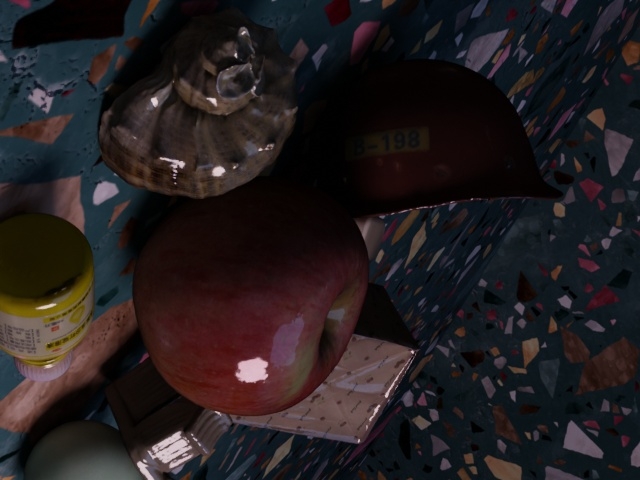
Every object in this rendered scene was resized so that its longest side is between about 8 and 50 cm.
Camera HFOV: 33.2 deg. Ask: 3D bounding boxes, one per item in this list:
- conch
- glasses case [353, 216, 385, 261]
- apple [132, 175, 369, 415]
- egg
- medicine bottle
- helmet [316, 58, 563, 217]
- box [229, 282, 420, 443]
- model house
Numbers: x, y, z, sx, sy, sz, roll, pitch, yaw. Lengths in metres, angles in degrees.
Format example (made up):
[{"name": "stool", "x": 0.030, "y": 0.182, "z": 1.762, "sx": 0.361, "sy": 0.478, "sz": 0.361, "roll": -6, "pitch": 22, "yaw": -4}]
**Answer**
[{"name": "conch", "x": -0.120, "y": -0.125, "z": 1.199, "sx": 0.210, "sy": 0.159, "sz": 0.291, "roll": -44, "pitch": 163, "yaw": -28}, {"name": "glasses case", "x": 0.065, "y": -0.006, "z": 1.764, "sx": 0.196, "sy": 0.050, "sz": 0.083, "roll": 13, "pitch": 93, "yaw": -78}, {"name": "apple", "x": -0.097, "y": 0.068, "z": 1.431, "sx": 0.345, "sy": 0.269, "sz": 0.345, "roll": 18, "pitch": 90, "yaw": -73}, {"name": "egg", "x": -0.342, "y": 0.348, "z": 1.562, "sx": 0.168, "sy": 0.168, "sz": 0.231, "roll": -47, "pitch": 168, "yaw": -15}, {"name": "medicine bottle", "x": -0.309, "y": 0.076, "z": 1.178, "sx": 0.122, "sy": 0.122, "sz": 0.212, "roll": -41, "pitch": 160, "yaw": -32}, {"name": "helmet", "x": 0.162, "y": -0.162, "z": 1.632, "sx": 0.337, "sy": 0.385, "sz": 0.230, "roll": -13, "pitch": 98, "yaw": -62}, {"name": "box", "x": -0.031, "y": 0.179, "z": 1.759, "sx": 0.297, "sy": 0.190, "sz": 0.225, "roll": 14, "pitch": 118, "yaw": -31}, {"name": "model house", "x": -0.216, "y": 0.232, "z": 1.552, "sx": 0.188, "sy": 0.229, "sz": 0.122, "roll": -39, "pitch": 139, "yaw": 7}]
